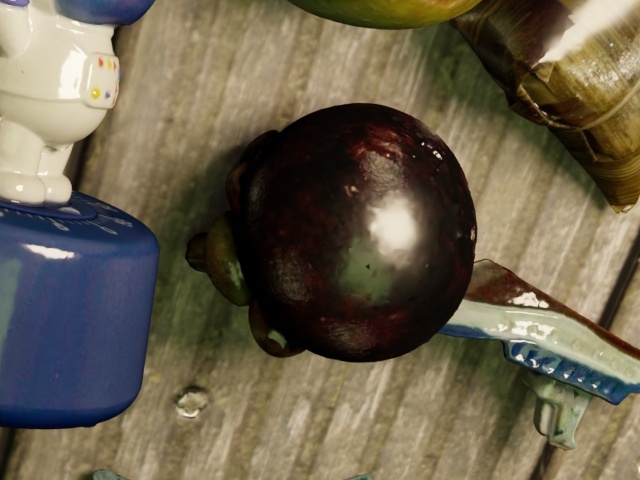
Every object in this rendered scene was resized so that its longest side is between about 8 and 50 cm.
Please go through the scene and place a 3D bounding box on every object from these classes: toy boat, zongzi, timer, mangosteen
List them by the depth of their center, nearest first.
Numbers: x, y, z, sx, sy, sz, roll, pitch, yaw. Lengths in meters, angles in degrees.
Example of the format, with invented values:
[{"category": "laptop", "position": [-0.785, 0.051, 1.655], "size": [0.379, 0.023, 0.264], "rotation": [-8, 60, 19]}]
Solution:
[{"category": "timer", "position": [-0.210, -0.088, 0.971], "size": [0.270, 0.270, 0.384], "rotation": [14, 100, -22]}, {"category": "mangosteen", "position": [0.000, 0.000, 1.097], "size": [0.250, 0.211, 0.211], "rotation": [-9, 124, 24]}, {"category": "zongzi", "position": [0.279, -0.175, 1.121], "size": [0.286, 0.134, 0.288], "rotation": [-43, 134, 4]}, {"category": "toy boat", "position": [0.192, 0.108, 1.238], "size": [0.262, 0.114, 0.115], "rotation": [30, 94, -22]}]

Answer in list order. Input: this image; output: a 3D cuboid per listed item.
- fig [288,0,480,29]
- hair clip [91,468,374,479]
[{"category": "fig", "position": [0.044, -0.234, 0.993], "size": [0.191, 0.181, 0.181], "rotation": [-10, 123, 17]}, {"category": "hair clip", "position": [-0.080, 0.245, 1.288], "size": [0.275, 0.048, 0.083], "rotation": [0, 116, -21]}]
